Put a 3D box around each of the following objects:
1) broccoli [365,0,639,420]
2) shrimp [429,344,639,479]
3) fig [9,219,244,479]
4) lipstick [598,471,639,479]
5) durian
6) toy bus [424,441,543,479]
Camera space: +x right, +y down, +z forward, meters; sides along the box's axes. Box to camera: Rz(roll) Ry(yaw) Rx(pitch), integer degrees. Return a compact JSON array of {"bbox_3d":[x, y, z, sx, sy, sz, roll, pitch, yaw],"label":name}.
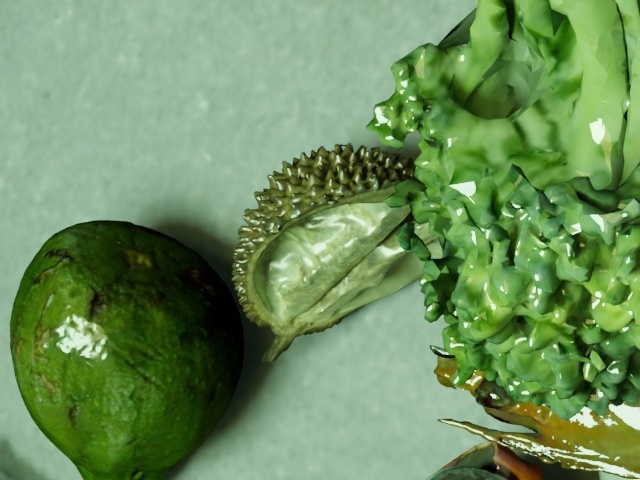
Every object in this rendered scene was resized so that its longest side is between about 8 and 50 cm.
[{"bbox_3d":[0.164,-0.107,0.638,0.249,0.302,0.375,25,76,11],"label":"broccoli"},{"bbox_3d":[0.172,0.049,0.735,0.249,0.068,0.150,-4,54,9],"label":"shrimp"},{"bbox_3d":[-0.107,0.071,0.882,0.123,0.123,0.156,34,125,21],"label":"fig"},{"bbox_3d":[0.169,0.219,0.780,0.059,0.059,0.263,-5,91,27],"label":"lipstick"},{"bbox_3d":[0.002,0.000,0.845,0.140,0.110,0.071,-52,36,30],"label":"durian"},{"bbox_3d":[0.038,0.256,0.736,0.153,0.329,0.143,31,149,-6],"label":"toy bus"}]
